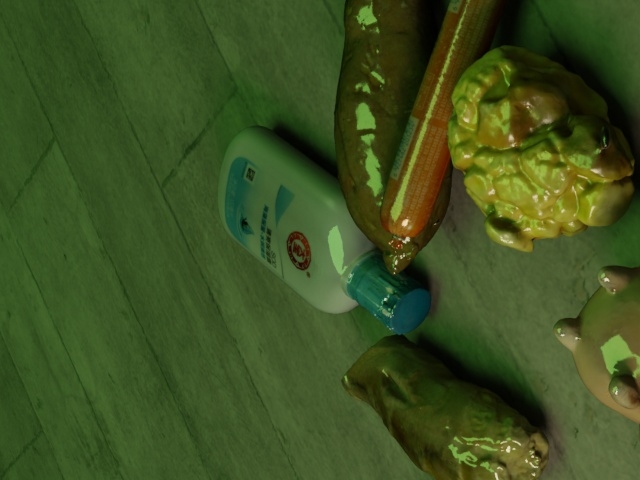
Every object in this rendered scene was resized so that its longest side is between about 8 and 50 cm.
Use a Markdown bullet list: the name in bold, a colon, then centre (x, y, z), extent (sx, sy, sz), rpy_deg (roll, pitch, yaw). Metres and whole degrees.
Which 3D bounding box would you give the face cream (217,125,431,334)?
- **face cream**: centre (0.000, 0.000, 1.706), extent (0.337, 0.080, 0.163), rpy_deg (39, 132, 40)

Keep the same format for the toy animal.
- **toy animal**: centre (0.323, 0.131, 1.253), extent (0.166, 0.154, 0.250), rpy_deg (-55, 51, 22)

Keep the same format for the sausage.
- **sausage**: centre (0.126, -0.155, 1.413), extent (0.053, 0.053, 0.347), rpy_deg (30, 106, 45)

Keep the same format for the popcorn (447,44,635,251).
- **popcorn**: centre (0.205, -0.080, 1.352), extent (0.194, 0.140, 0.163), rpy_deg (39, 124, 27)

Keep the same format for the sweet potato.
- **sweet potato**: centre (0.072, -0.176, 1.503), extent (0.130, 0.130, 0.422), rpy_deg (11, 108, 52)

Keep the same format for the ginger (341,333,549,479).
- **ginger**: centre (0.135, 0.199, 1.580), extent (0.263, 0.109, 0.116), rpy_deg (34, 156, 43)
